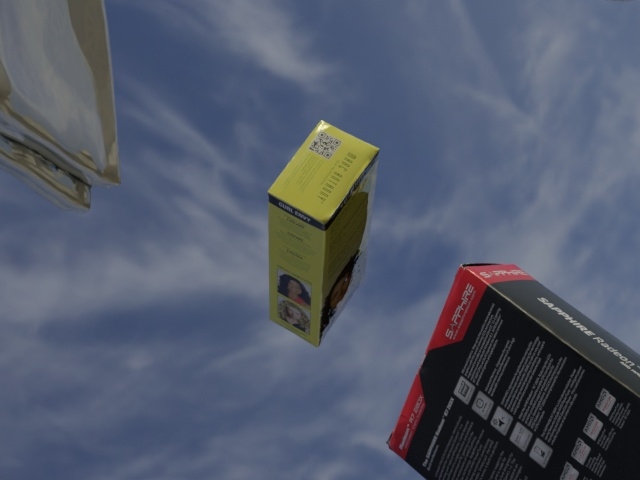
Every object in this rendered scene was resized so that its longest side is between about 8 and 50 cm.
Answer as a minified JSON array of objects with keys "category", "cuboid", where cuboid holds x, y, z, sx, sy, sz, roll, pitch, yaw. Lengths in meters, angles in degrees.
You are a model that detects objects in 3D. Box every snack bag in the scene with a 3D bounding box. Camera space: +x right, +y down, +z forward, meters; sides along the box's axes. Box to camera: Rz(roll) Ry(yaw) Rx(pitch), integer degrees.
[{"category":"snack bag","cuboid":[-0.157,-0.199,0.634,0.342,0.037,0.323,46,-142,-75]}]

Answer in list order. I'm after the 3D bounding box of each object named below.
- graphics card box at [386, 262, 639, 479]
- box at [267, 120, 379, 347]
[{"category":"graphics card box","cuboid":[0.249,0.209,1.494,0.094,0.371,0.232,0,-61,-44]},{"category":"box","cuboid":[0.000,0.000,1.285,0.087,0.058,0.232,-55,-15,-24]}]
